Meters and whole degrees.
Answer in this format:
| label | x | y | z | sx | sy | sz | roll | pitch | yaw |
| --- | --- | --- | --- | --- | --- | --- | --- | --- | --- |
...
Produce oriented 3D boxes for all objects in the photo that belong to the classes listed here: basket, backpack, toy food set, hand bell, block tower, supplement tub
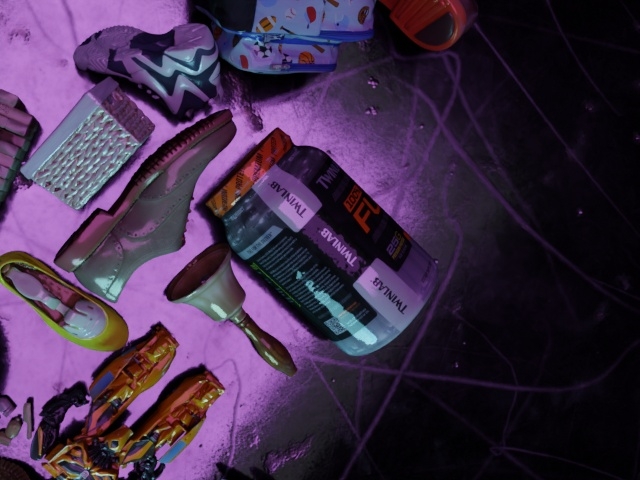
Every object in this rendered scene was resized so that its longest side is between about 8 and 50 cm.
| label | x | y | z | sx | sy | sz | roll | pitch | yaw |
| --- | --- | --- | --- | --- | --- | --- | --- | --- | --- |
| basket | -0.335 | -0.139 | 1.190 | 0.103 | 0.113 | 0.167 | 42 | 108 | -14 |
| backpack | -0.044 | -0.359 | 1.222 | 0.263 | 0.276 | 0.213 | -10 | 123 | -21 |
| toy food set | -0.498 | 0.274 | 1.229 | 0.122 | 0.019 | 0.078 | -2 | 90 | -6 |
| hand bell | -0.118 | 0.132 | 1.295 | 0.126 | 0.126 | 0.242 | -44 | 113 | -10 |
| block tower | -0.515 | -0.057 | 1.183 | 0.091 | 0.097 | 0.336 | 22 | 86 | -12 |
| supplement tub | 0.000 | 0.000 | 1.254 | 0.338 | 0.207 | 0.207 | 43 | 81 | -11 |

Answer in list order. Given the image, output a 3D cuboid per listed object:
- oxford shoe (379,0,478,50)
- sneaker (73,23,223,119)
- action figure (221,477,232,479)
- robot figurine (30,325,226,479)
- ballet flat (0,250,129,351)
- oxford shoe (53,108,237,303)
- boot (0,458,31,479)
| label | x | y | z | sx | sy | sz | roll | pitch | yaw |
| --- | --- | --- | --- | --- | --- | --- | --- | --- | --- |
| oxford shoe | 0.117 | -0.474 | 1.345 | 0.364 | 0.130 | 0.133 | 50 | 47 | -3 |
| sneaker | -0.253 | -0.246 | 1.249 | 0.235 | 0.153 | 0.094 | -3 | 47 | 14 |
| action figure | -0.146 | 0.525 | 1.258 | 0.185 | 0.099 | 0.285 | 12 | 72 | 28 |
| robot figurine | -0.298 | 0.283 | 1.243 | 0.211 | 0.085 | 0.291 | 46 | 80 | -10 |
| ballet flat | -0.391 | 0.098 | 1.223 | 0.231 | 0.077 | 0.077 | 38 | 81 | -12 |
| oxford shoe | -0.241 | -0.055 | 1.248 | 0.348 | 0.123 | 0.130 | -44 | 107 | -1 |
| boot | -0.457 | 0.396 | 1.219 | 0.158 | 0.059 | 0.085 | 36 | 119 | 8 |
